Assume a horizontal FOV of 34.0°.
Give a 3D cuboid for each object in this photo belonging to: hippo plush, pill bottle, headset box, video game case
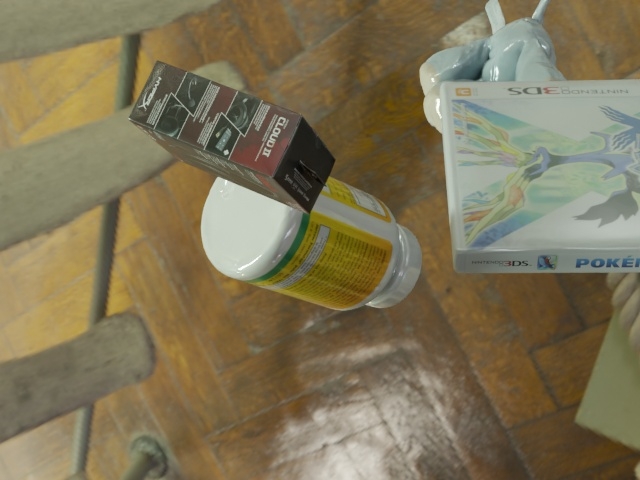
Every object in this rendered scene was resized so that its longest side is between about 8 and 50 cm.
[{"bbox_3d":[0.297,-0.207,1.641,0.234,0.294,0.237,-11,136,23],"label":"hippo plush"},{"bbox_3d":[0.000,0.000,0.980,0.117,0.208,0.118,-15,66,38],"label":"pill bottle"},{"bbox_3d":[-0.035,-0.044,0.474,0.083,0.062,0.032,24,84,18],"label":"headset box"},{"bbox_3d":[0.288,-0.082,1.154,0.299,0.329,0.036,0,130,4],"label":"video game case"}]
